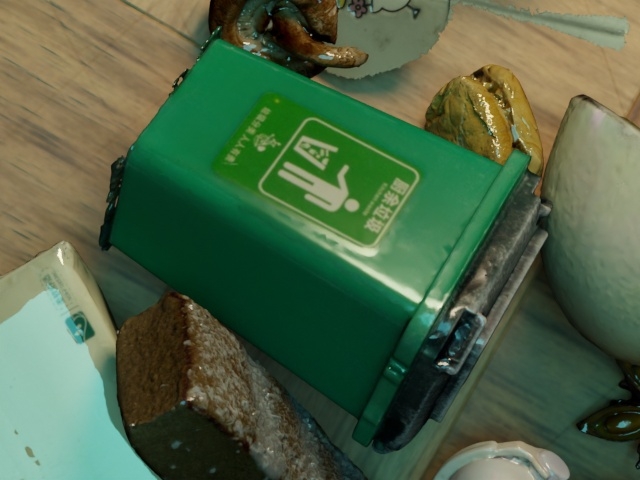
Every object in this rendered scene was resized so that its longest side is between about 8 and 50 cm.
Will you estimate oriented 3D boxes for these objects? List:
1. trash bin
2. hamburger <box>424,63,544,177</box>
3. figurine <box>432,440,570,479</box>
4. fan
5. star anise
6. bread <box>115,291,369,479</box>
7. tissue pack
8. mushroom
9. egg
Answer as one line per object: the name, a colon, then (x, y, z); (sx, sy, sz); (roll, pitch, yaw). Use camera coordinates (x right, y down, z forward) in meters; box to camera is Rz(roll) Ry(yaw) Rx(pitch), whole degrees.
trash bin: (0.000, 0.000, 1.777); (0.381, 0.295, 0.259); (31, 56, 6)
hamburger: (0.165, -0.101, 1.860); (0.083, 0.138, 0.147); (-11, 74, -26)
figurine: (0.216, 0.283, 1.879); (0.236, 0.141, 0.163); (12, 112, 5)
fan: (0.108, -0.252, 1.834); (0.414, 0.012, 0.233); (19, 116, 16)
star anise: (0.367, 0.150, 1.924); (0.212, 0.053, 0.157); (-16, 92, -3)
bread: (-0.043, 0.225, 1.733); (0.113, 0.165, 0.416); (-31, 129, 12)
tissue pack: (-0.278, 0.226, 1.790); (0.297, 0.207, 0.380); (-32, 93, -5)
mushroom: (-0.029, -0.218, 1.854); (0.170, 0.135, 0.080); (29, 43, 12)
egg: (0.330, 0.024, 1.796); (0.337, 0.337, 0.201); (35, 94, -4)
